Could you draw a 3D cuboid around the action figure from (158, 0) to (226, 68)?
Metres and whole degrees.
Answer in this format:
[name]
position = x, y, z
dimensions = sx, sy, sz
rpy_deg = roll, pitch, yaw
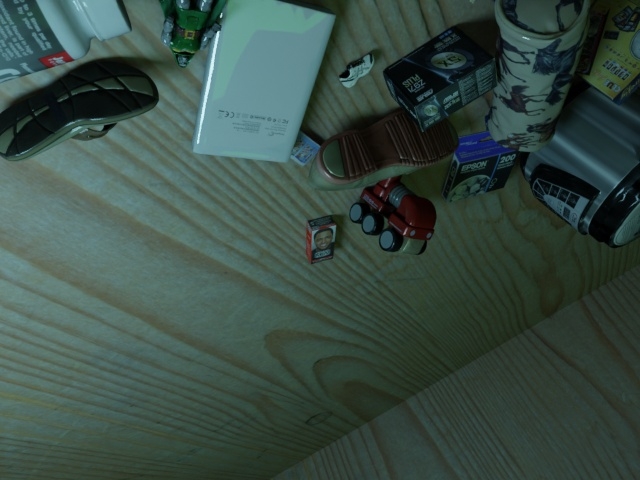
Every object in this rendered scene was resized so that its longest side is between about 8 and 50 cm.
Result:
[action figure]
position = -0.198, -0.348, 0.744
dimensions = 0.137, 0.063, 0.232
rpy_deg = -3, 163, -24

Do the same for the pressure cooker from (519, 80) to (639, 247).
[pressure cooker]
position = 0.798, -0.189, 1.268
dimensions = 0.370, 0.420, 0.375
rpy_deg = -10, 139, -34

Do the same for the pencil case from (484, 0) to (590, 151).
[pencil case]
position = 0.434, -0.356, 1.008
dimensions = 0.160, 0.183, 0.410
rpy_deg = -26, 154, 5

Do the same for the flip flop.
[flip flop]
position = -0.405, -0.207, 0.812
dimensions = 0.277, 0.112, 0.080
rpy_deg = -28, 169, -4

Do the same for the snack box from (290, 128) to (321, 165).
[snack box]
position = -0.074, -0.224, 1.046
dimensions = 0.064, 0.022, 0.178
rpy_deg = -43, 140, 17

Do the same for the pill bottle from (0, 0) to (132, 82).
[pill bottle]
position = -0.413, -0.302, 0.635
dimensions = 0.283, 0.161, 0.161
rpy_deg = -21, 142, -8

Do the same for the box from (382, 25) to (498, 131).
[box]
position = 0.245, -0.337, 1.004
dimensions = 0.180, 0.147, 0.077
rpy_deg = -31, 143, 5

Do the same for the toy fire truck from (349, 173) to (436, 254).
[toy fire truck]
position = 0.222, -0.111, 1.219
dimensions = 0.159, 0.217, 0.246
rpy_deg = 7, 117, -36

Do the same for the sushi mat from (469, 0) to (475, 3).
[sushi mat]
position = 0.339, -0.600, 0.860
dimensions = 0.152, 0.019, 0.316
rpy_deg = 12, 128, -38

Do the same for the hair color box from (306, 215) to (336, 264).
[hair color box]
position = 0.000, 0.000, 1.336
dimensions = 0.072, 0.043, 0.141
rpy_deg = -15, 140, -14

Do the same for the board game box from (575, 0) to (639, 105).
[board game box]
position = 0.614, -0.427, 1.042
dimensions = 0.042, 0.243, 0.165
rpy_deg = 11, 129, -41

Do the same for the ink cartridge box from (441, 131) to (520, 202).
[ink cartridge box]
position = 0.457, -0.214, 1.363
dimensions = 0.206, 0.045, 0.208
rpy_deg = -15, 139, -16

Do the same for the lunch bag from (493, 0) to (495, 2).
[lunch bag]
position = 0.378, -0.506, 0.947
dimensions = 0.067, 0.065, 0.098
rpy_deg = -23, 161, -11

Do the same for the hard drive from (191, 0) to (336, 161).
[hard drive]
position = -0.114, -0.292, 0.903
dimensions = 0.203, 0.040, 0.307
rpy_deg = 2, 131, -26

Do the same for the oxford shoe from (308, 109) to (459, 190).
[oxford shoe]
position = 0.147, -0.208, 1.145
dimensions = 0.397, 0.140, 0.146
rpy_deg = -15, 172, -23

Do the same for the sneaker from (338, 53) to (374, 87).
[sneaker]
position = 0.073, -0.348, 0.981
dimensions = 0.083, 0.032, 0.037
rpy_deg = -44, 140, 20
